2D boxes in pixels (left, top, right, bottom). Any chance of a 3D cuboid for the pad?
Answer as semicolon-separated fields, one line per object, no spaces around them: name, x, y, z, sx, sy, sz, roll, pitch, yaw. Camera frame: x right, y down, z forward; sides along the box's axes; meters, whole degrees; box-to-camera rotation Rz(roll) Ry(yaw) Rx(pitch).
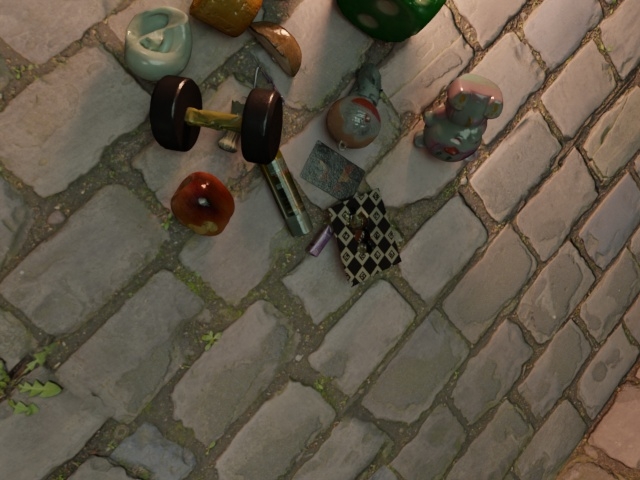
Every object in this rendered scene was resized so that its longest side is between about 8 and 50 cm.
pad;0.046;-0.231;1.535;0.211;0.003;0.143;28;85;-22

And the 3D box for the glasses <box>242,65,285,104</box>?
glasses;-0.188;-0.464;1.409;0.103;0.062;0.140;-36;108;8

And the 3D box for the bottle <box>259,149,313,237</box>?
bottle;-0.112;-0.149;1.439;0.082;0.082;0.286;-28;104;-17

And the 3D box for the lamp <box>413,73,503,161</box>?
lamp;0.481;-0.427;1.554;0.247;0.301;0.248;12;51;-5

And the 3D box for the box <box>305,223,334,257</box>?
box;0.000;0.000;1.515;0.036;0.050;0.117;39;83;-22

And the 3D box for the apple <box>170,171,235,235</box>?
apple;-0.340;-0.100;1.309;0.199;0.199;0.199;-2;96;-21

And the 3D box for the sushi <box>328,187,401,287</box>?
sushi;0.145;-0.011;1.572;0.264;0.050;0.290;-24;102;-33

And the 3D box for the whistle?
whistle;0.136;-0.445;1.471;0.189;0.189;0.348;30;73;-21

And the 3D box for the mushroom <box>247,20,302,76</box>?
mushroom;-0.131;-0.617;1.392;0.210;0.072;0.094;45;70;-19

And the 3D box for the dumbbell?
dumbbell;-0.278;-0.332;1.231;0.322;0.204;0.204;10;92;4

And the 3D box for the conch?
conch;-0.453;-0.547;1.244;0.185;0.121;0.221;37;74;-17

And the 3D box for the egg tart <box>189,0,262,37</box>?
egg tart;-0.265;-0.692;1.281;0.147;0.202;0.203;29;84;-36

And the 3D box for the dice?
dice;0.235;-0.831;1.394;0.287;0.300;0.297;30;84;-23

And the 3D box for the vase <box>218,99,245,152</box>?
vase;-0.262;-0.344;1.366;0.081;0.081;0.149;22;90;-22
